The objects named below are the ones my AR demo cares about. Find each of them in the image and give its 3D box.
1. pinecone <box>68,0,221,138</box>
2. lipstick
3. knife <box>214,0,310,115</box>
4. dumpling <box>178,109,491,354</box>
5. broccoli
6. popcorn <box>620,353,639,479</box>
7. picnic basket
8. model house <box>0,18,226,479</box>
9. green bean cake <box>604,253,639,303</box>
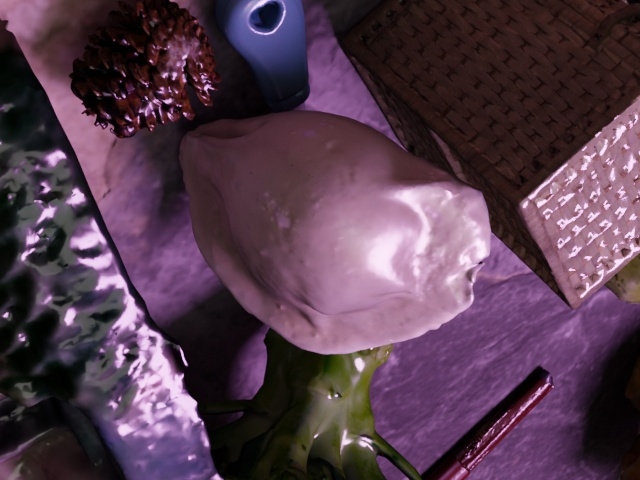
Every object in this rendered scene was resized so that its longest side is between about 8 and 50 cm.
[{"bbox_3d":[-0.099,-0.096,0.768,0.083,0.077,0.077,-24,144,21],"label":"pinecone"},{"bbox_3d":[0.142,0.181,1.228,0.176,0.027,0.027,-45,139,1],"label":"lipstick"},{"bbox_3d":[-0.024,-0.073,0.881,0.058,0.032,0.244,-31,142,-15],"label":"knife"},{"bbox_3d":[0.000,-0.001,0.834,0.111,0.181,0.155,-15,116,-39],"label":"dumpling"},{"bbox_3d":[-0.033,0.155,0.928,0.297,0.298,0.297,29,65,-48],"label":"broccoli"},{"bbox_3d":[0.441,0.217,1.266,0.290,0.321,0.326,-47,121,6],"label":"popcorn"},{"bbox_3d":[0.140,-0.090,0.858,0.154,0.196,0.134,-40,139,-3],"label":"picnic basket"},{"bbox_3d":[-0.232,0.053,0.671,0.284,0.243,0.298,-26,126,-10],"label":"model house"},{"bbox_3d":[0.272,-0.067,1.005,0.214,0.113,0.200,-29,150,-46],"label":"green bean cake"}]
